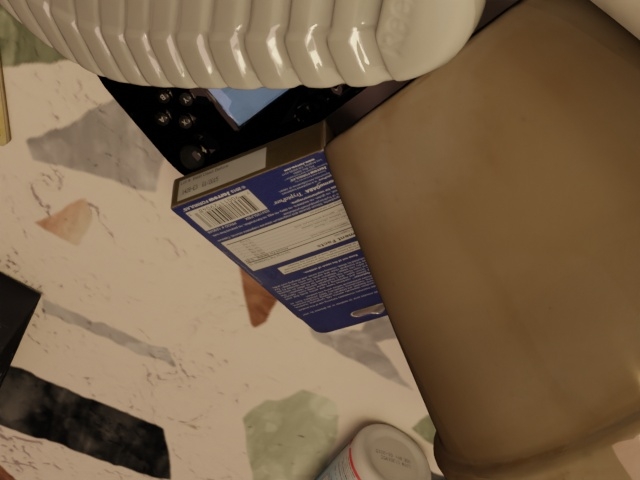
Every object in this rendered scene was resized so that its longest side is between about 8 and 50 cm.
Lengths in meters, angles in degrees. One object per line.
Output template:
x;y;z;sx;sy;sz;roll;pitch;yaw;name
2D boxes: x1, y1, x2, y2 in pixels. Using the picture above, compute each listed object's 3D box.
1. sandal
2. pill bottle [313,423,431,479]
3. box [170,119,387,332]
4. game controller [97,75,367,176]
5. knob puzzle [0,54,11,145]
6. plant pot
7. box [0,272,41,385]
-0.076;-0.182;0.635;0.416;0.102;0.169;19;133;29;sandal
0.033;0.260;0.976;0.087;0.087;0.160;30;126;-9;pill bottle
0.000;0.000;0.803;0.136;0.036;0.225;-19;140;23;box
-0.026;-0.170;0.701;0.319;0.067;0.166;-34;112;29;game controller
-0.358;-0.163;0.800;0.213;0.030;0.213;6;126;8;knob puzzle
0.160;-0.007;0.656;0.323;0.323;0.280;-33;96;29;plant pot
-0.354;0.124;0.920;0.093;0.158;0.156;29;126;-7;box
